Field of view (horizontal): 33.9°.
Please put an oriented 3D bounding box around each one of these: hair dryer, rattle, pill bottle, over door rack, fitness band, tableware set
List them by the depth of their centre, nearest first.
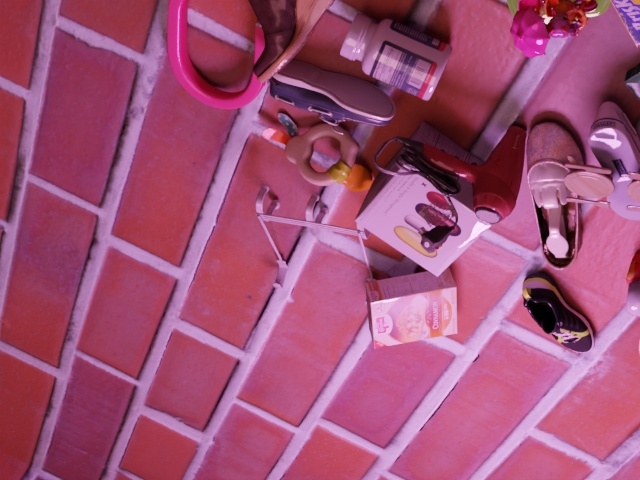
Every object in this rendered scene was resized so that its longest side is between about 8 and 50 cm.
[{"bbox_3d":[0.526,-0.102,1.836,0.194,0.039,0.128,10,154,18],"label":"tableware set"},{"bbox_3d":[0.132,-0.331,1.867,0.180,0.108,0.108,25,135,1],"label":"pill bottle"},{"bbox_3d":[0.263,-0.128,1.897,0.223,0.293,0.080,63,159,5],"label":"hair dryer"},{"bbox_3d":[-0.191,-0.380,2.000,0.209,0.054,0.291,17,134,9],"label":"fitness band"},{"bbox_3d":[-0.002,-0.179,2.121,0.200,0.143,0.130,18,104,28],"label":"rattle"},{"bbox_3d":[0.000,0.000,2.245,0.239,0.108,0.324,11,148,14],"label":"over door rack"}]

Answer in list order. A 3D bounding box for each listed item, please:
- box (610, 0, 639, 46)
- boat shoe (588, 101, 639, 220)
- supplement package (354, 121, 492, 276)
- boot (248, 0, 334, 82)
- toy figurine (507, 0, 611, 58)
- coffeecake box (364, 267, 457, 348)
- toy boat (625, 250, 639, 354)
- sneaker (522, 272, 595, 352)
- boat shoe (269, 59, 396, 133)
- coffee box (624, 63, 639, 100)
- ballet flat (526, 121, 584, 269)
[{"bbox_3d":[0.499,-0.398,1.686,0.059,0.054,0.169,-20,119,35],"label":"box"},{"bbox_3d":[0.549,-0.141,1.882,0.095,0.084,0.258,-3,140,27],"label":"boat shoe"},{"bbox_3d":[0.213,-0.078,2.036,0.203,0.149,0.194,33,135,-7],"label":"supplement package"},{"bbox_3d":[-0.101,-0.429,1.871,0.207,0.090,0.248,38,113,-3],"label":"boot"},{"bbox_3d":[0.376,-0.357,1.703,0.173,0.159,0.130,6,132,18],"label":"toy figurine"},{"bbox_3d":[0.195,0.146,2.255,0.185,0.068,0.142,-10,131,-3],"label":"coffeecake box"},{"bbox_3d":[0.703,0.164,2.050,0.318,0.148,0.267,41,133,-16],"label":"toy boat"},{"bbox_3d":[0.483,0.171,2.186,0.084,0.097,0.234,-26,117,39],"label":"sneaker"},{"bbox_3d":[0.019,-0.264,1.987,0.254,0.095,0.079,19,133,8],"label":"boat shoe"},{"bbox_3d":[0.615,-0.280,1.755,0.113,0.040,0.184,42,133,-16],"label":"coffee box"},{"bbox_3d":[0.445,-0.071,1.973,0.107,0.106,0.316,-2,129,25],"label":"ballet flat"}]
